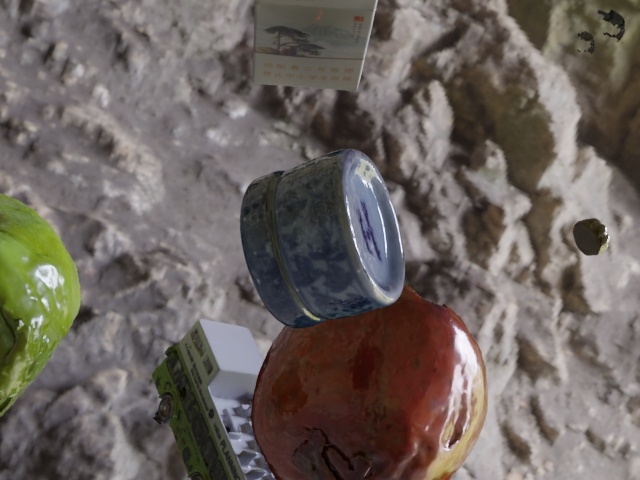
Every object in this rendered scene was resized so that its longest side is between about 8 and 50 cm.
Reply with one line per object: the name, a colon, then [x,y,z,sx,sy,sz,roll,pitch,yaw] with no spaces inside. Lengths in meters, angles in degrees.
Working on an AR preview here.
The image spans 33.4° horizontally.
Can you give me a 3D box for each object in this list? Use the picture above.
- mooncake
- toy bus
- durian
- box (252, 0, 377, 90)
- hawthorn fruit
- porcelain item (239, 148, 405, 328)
mooncake: [0.398,-0.153,1.556,0.057,0.346,0.150,-10,33,-41]
toy bus: [-0.117,0.250,1.385,0.113,0.139,0.301,14,33,-38]
durian: [-0.384,0.044,1.164,0.256,0.204,0.339,28,22,-3]
box: [-0.011,-0.278,1.366,0.150,0.067,0.233,1,-21,-5]
hawthorn fruit: [0.039,0.203,1.201,0.276,0.276,0.307,28,52,6]
porcelain item: [0.000,0.000,0.963,0.114,0.147,0.147,-15,4,22]
